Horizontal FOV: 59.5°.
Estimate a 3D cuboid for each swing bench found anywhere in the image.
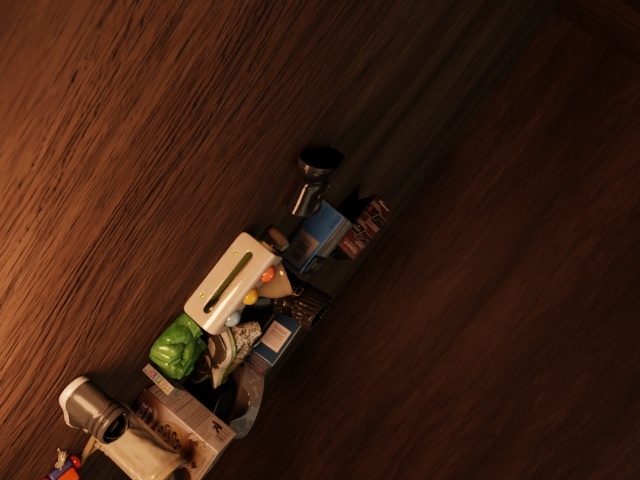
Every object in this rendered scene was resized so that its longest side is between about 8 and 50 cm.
[{"bbox_3d":[-0.526,0.606,1.573,0.165,0.253,0.254,-38,163,-47],"label":"swing bench"}]

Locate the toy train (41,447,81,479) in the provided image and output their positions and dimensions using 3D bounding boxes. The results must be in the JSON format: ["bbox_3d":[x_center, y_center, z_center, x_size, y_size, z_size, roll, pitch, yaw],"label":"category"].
[{"bbox_3d":[-0.658,0.655,1.495,0.105,0.143,0.248,-40,164,-43],"label":"toy train"}]

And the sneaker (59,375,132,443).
[{"bbox_3d":[-0.521,0.429,1.331,0.104,0.147,0.295,-46,168,-30],"label":"sneaker"}]

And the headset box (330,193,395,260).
[{"bbox_3d":[0.135,-0.038,2.264,0.293,0.110,0.218,-48,-169,-13],"label":"headset box"}]

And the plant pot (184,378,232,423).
[{"bbox_3d":[-0.436,0.598,2.086,0.167,0.188,0.187,-64,166,6],"label":"plant pot"}]

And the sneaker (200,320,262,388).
[{"bbox_3d":[-0.276,0.357,1.790,0.182,0.158,0.410,-14,161,-24],"label":"sneaker"}]

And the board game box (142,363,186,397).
[{"bbox_3d":[-0.451,0.410,1.627,0.026,0.103,0.154,-48,168,-15],"label":"board game box"}]

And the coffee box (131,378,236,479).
[{"bbox_3d":[-0.433,0.580,1.725,0.168,0.297,0.119,-57,170,22],"label":"coffee box"}]

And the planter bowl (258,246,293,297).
[{"bbox_3d":[-0.165,0.111,1.727,0.109,0.162,0.162,-22,162,-7],"label":"planter bowl"}]

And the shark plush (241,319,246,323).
[{"bbox_3d":[-0.277,0.261,1.951,0.067,0.073,0.161,8,130,-41],"label":"shark plush"}]

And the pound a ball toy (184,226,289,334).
[{"bbox_3d":[-0.204,0.109,1.575,0.319,0.136,0.208,-51,168,2],"label":"pound a ball toy"}]

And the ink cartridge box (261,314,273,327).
[{"bbox_3d":[-0.286,0.360,2.135,0.231,0.078,0.134,-54,169,14],"label":"ink cartridge box"}]

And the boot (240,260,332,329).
[{"bbox_3d":[-0.140,0.219,1.823,0.348,0.260,0.131,-40,163,-40],"label":"boot"}]

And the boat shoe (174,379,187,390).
[{"bbox_3d":[-0.485,0.523,1.903,0.073,0.073,0.207,-45,166,-20],"label":"boat shoe"}]

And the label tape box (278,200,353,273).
[{"bbox_3d":[0.000,0.000,2.049,0.249,0.115,0.348,-52,166,3],"label":"label tape box"}]

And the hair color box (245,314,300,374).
[{"bbox_3d":[-0.181,0.375,2.032,0.174,0.105,0.347,-53,176,-22],"label":"hair color box"}]

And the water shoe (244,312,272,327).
[{"bbox_3d":[-0.236,0.266,1.924,0.073,0.080,0.203,2,-132,51],"label":"water shoe"}]

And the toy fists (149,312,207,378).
[{"bbox_3d":[-0.394,0.311,1.569,0.142,0.096,0.279,-45,168,-22],"label":"toy fists"}]

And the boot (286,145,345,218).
[{"bbox_3d":[-0.031,-0.147,1.550,0.207,0.094,0.246,-61,171,23],"label":"boot"}]

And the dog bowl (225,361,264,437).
[{"bbox_3d":[-0.335,0.642,2.287,0.348,0.102,0.348,-54,-156,38],"label":"dog bowl"}]

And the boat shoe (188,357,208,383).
[{"bbox_3d":[-0.382,0.433,2.020,0.223,0.080,0.073,-38,168,-30],"label":"boat shoe"}]
